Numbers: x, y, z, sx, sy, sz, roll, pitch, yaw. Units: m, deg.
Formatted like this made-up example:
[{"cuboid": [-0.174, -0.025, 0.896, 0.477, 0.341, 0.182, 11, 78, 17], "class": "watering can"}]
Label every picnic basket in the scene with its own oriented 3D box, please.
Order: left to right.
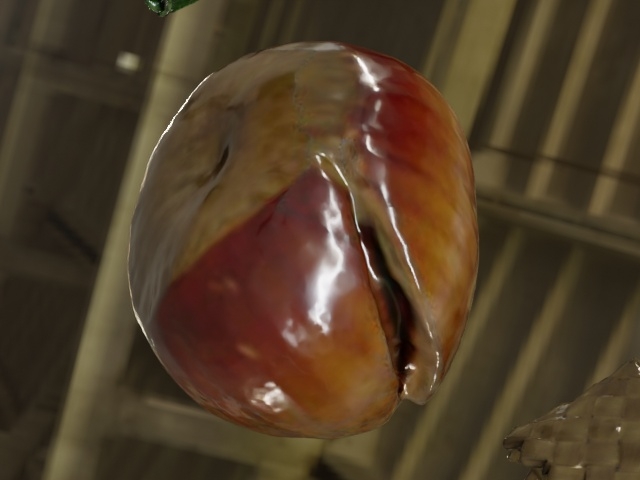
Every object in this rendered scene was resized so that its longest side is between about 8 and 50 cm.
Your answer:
[{"cuboid": [0.287, 0.321, 1.940, 0.321, 0.291, 0.254, -35, -142, -10], "class": "picnic basket"}]

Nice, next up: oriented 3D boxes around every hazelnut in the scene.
[{"cuboid": [0.000, 0.000, 1.887, 0.359, 0.359, 0.409, 122, -26, -48], "class": "hazelnut"}]

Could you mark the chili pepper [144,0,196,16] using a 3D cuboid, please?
[{"cuboid": [-0.128, -0.330, 2.332, 0.108, 0.216, 0.062, -47, -117, 51], "class": "chili pepper"}]
